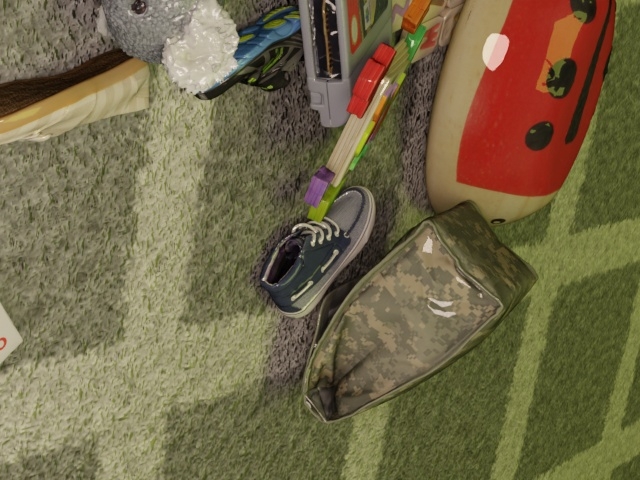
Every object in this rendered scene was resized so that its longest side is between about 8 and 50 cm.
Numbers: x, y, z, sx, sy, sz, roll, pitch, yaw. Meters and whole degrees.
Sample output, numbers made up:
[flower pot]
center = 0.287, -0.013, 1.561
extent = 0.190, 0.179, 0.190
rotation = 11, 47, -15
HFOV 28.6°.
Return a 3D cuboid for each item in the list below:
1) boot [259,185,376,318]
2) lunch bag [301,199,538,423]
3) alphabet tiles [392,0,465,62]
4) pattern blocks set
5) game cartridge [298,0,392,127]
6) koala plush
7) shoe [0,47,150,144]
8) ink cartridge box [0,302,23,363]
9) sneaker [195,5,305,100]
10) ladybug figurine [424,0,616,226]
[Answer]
[boot]
center = 0.000, 0.000, 1.510
extent = 0.190, 0.069, 0.086
rotation = -59, 151, -16
[lunch bag]
center = 0.107, 0.099, 1.582
extent = 0.287, 0.169, 0.235
rotation = -44, 171, 20
[alphabet tiles]
center = 0.166, -0.361, 1.554
extent = 0.278, 0.021, 0.284
rotation = -32, 144, -42
[pattern blocks set]
center = 0.056, -0.142, 1.402
extent = 0.285, 0.026, 0.325
rotation = -64, 176, 34
[game cartridge]
center = 0.028, -0.296, 1.366
extent = 0.196, 0.060, 0.294
rotation = -65, 154, -54
[koala plush]
center = -0.123, -0.251, 1.087
extent = 0.203, 0.196, 0.221
rotation = -6, 118, -46
[shoe]
center = -0.227, -0.117, 1.116
extent = 0.219, 0.076, 0.058
rotation = -32, 126, -46
[ink cartridge box]
center = -0.348, 0.056, 1.026
extent = 0.140, 0.082, 0.191
rotation = -50, 140, -29
[sneaker]
center = -0.064, -0.187, 1.325
extent = 0.188, 0.067, 0.078
rotation = -37, 128, -44
[ladybug figurine]
center = 0.277, -0.212, 1.680
extent = 0.305, 0.161, 0.450
rotation = -28, 136, -52
